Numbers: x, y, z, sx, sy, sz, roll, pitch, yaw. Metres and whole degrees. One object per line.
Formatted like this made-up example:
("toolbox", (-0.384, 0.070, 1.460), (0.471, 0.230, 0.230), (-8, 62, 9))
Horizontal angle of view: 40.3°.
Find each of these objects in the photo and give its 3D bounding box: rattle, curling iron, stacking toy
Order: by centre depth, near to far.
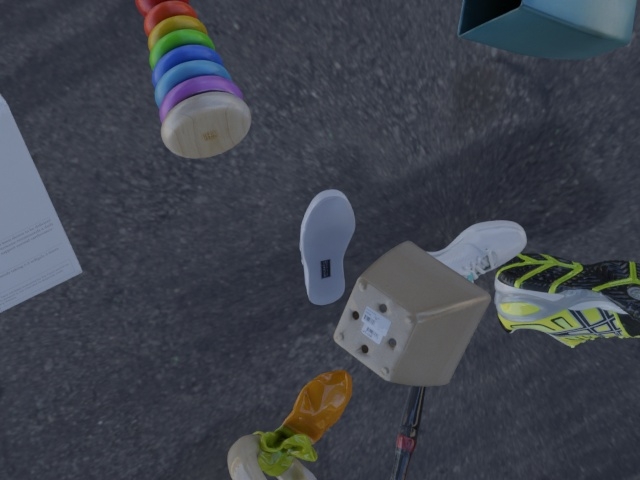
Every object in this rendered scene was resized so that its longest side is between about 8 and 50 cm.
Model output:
("rattle", (-0.010, 0.229, 0.828), (0.142, 0.200, 0.130), (-29, 98, 5))
("curling iron", (0.131, 0.295, 1.260), (0.035, 0.068, 0.274), (-22, 46, 39))
("stacking toy", (-0.221, -0.298, 1.400), (0.141, 0.141, 0.330), (-25, 63, 8))

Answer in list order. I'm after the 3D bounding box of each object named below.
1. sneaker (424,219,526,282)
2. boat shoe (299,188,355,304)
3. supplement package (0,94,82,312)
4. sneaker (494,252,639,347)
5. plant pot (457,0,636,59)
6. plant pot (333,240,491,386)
("sneaker", (0.196, 0.042, 1.219), (0.212, 0.094, 0.080), (-20, 121, 0))
("boat shoe", (0.000, 0.000, 1.501), (0.095, 0.258, 0.084), (-5, 46, -14))
("supplement package", (-0.279, -0.041, 0.691), (0.105, 0.179, 0.105), (-27, 47, -17))
("sneaker", (0.521, 0.126, 1.652), (0.384, 0.145, 0.147), (11, 125, 13))
("plant pot", (0.367, -0.377, 1.364), (0.234, 0.165, 0.166), (15, 81, -24))
("plant pot", (0.077, 0.077, 0.834), (0.109, 0.096, 0.109), (35, 116, 29))
